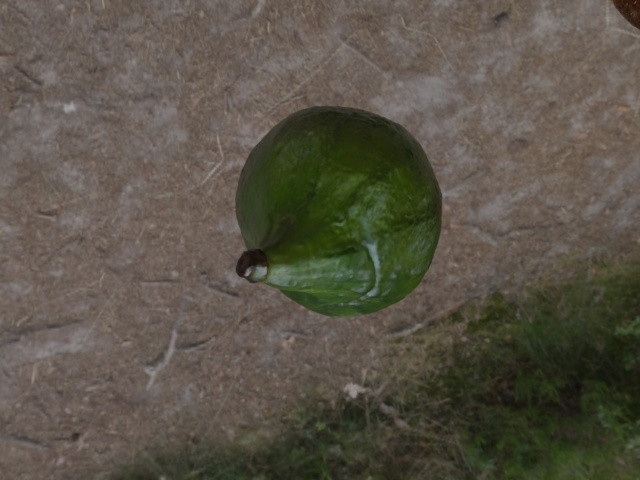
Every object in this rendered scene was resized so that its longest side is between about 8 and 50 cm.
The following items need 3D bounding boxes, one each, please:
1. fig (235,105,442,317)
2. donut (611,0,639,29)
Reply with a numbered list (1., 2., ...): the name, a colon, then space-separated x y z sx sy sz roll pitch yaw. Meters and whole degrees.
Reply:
1. fig: 0.000 0.000 0.535 0.203 0.235 0.203 11 125 16
2. donut: 0.316 -0.261 0.565 0.073 0.184 0.166 -38 178 -3
